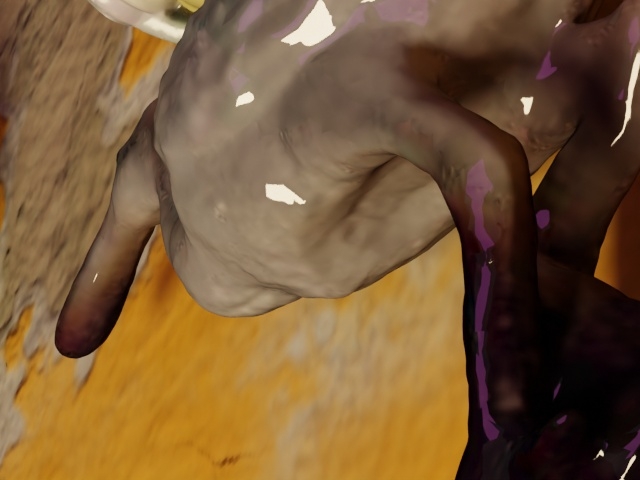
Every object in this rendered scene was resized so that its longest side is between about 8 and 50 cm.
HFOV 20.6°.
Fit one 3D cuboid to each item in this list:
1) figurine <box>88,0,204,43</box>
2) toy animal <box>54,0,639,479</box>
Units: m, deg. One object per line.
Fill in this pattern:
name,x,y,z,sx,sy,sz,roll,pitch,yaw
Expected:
figurine,-0.044,-0.147,0.577,0.128,0.184,0.208,-45,1,29
toy animal,0.000,-0.024,0.469,0.324,0.090,0.195,24,96,59
